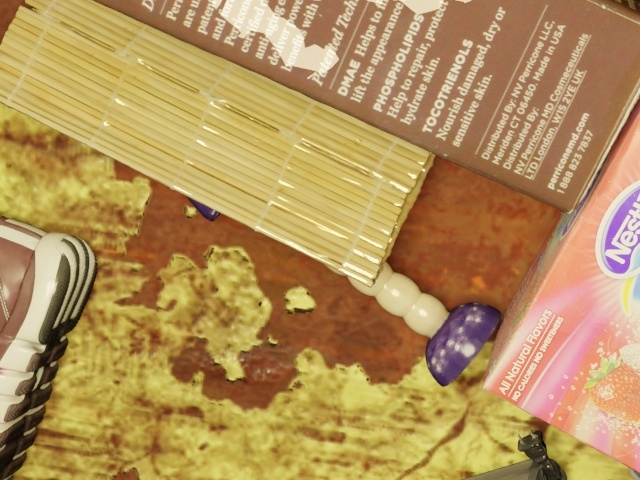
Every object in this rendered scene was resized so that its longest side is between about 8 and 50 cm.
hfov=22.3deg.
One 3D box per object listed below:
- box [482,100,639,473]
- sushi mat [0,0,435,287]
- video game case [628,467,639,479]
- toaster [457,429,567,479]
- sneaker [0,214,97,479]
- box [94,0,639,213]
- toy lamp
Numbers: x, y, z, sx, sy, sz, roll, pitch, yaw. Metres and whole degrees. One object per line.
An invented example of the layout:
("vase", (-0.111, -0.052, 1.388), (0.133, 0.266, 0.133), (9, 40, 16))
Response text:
("box", (0.246, -0.009, 1.101), (0.154, 0.142, 0.300), (29, 109, 2))
("sushi mat", (-0.072, -0.099, 1.147), (0.316, 0.019, 0.151), (27, 72, 7))
("video game case", (0.411, 0.224, 1.099), (0.329, 0.036, 0.300), (45, 148, -3))
("toaster", (0.127, 0.263, 1.208), (0.146, 0.129, 0.227), (-16, 103, 17))
("sneaker", (-0.295, 0.096, 1.263), (0.162, 0.106, 0.281), (26, 99, 9))
("box", (0.019, -0.172, 1.055), (0.381, 0.191, 0.143), (26, 109, -2))
("toy lamp", (0.000, 0.000, 1.184), (0.274, 0.080, 0.080), (38, 109, -2))
